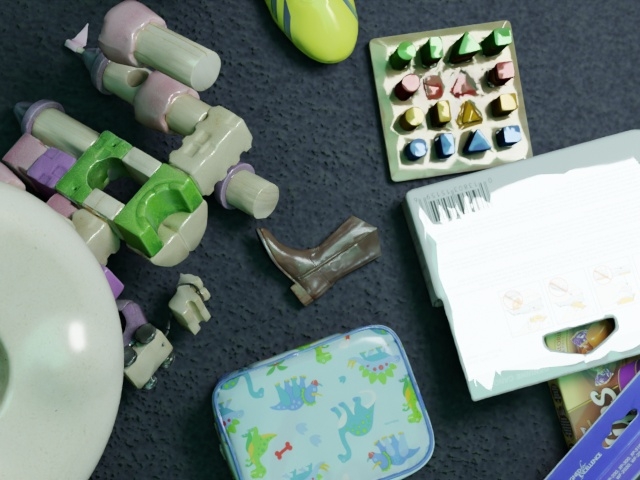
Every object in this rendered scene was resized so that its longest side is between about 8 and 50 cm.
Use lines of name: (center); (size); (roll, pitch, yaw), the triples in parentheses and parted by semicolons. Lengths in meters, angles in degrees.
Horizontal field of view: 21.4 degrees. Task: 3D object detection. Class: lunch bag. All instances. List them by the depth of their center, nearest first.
lunch bag: (0.001, 0.197, 1.802); (0.219, 0.090, 0.176); (-20, 87, -7)

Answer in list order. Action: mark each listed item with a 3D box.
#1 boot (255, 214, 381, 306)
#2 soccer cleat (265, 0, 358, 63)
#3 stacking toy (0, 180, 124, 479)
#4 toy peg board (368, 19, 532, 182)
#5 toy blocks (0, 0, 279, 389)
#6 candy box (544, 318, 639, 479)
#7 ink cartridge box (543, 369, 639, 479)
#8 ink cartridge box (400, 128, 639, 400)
boot: (0.000, 0.000, 1.843); (0.114, 0.037, 0.106); (-36, 103, -4)
soccer cleat: (-0.029, -0.331, 1.822); (0.093, 0.121, 0.289); (-16, 87, -6)
stacking toy: (-0.438, 0.098, 1.596); (0.350, 0.480, 0.350); (-5, 98, -36)
toy peg board: (0.146, -0.156, 1.848); (0.161, 0.079, 0.160); (-9, 87, -6)
toy blocks: (-0.240, -0.067, 1.762); (0.260, 0.309, 0.288); (28, 70, 32)
candy box: (0.312, 0.169, 1.853); (0.109, 0.053, 0.186); (-16, 86, -8)
ink cartridge box: (0.376, 0.246, 1.807); (0.208, 0.045, 0.206); (36, 98, -20)
ink cartridge box: (0.252, 0.028, 1.838); (0.275, 0.060, 0.239); (-15, 80, -7)
